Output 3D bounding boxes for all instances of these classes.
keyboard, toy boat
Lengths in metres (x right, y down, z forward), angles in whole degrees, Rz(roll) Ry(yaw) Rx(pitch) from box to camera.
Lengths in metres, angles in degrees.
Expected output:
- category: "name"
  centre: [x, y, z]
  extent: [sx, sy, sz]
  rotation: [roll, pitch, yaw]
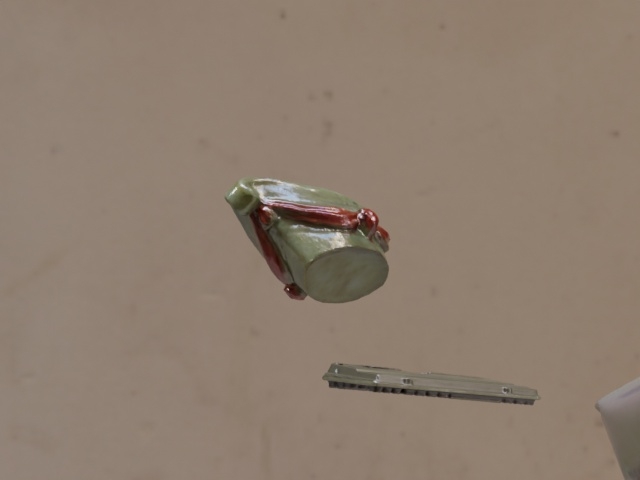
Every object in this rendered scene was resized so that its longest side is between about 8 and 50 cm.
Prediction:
- category: "keyboard"
  centre: [0.066, 0.085, 0.943]
  extent: [0.129, 0.015, 0.049]
  rotation: [9, 0, -38]
- category: "toy boat"
  centre: [0.001, 0.001, 1.179]
  extent: [0.185, 0.089, 0.071]
  rotation: [19, 30, -56]

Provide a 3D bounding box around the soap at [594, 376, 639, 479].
- category: "soap"
  centre: [0.201, 0.107, 0.507]
  extent: [0.138, 0.199, 0.182]
  rotation: [-17, -14, -15]
